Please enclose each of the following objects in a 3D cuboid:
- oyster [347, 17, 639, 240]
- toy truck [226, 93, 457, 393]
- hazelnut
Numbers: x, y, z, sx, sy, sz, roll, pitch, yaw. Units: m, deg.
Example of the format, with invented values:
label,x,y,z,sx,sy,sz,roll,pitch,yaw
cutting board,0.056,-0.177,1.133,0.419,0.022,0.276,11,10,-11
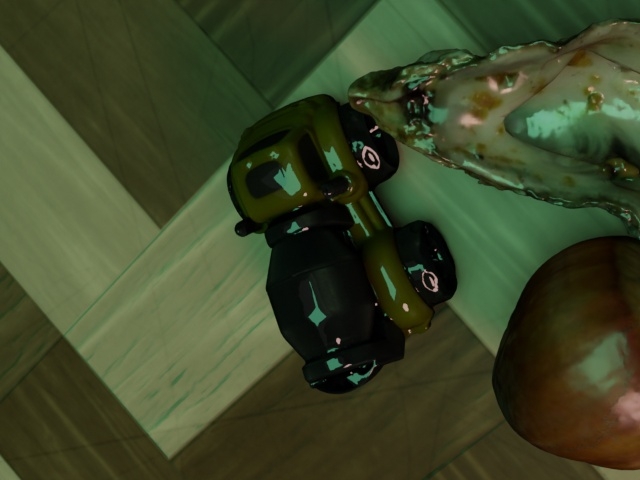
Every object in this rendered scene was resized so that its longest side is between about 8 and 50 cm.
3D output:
label,x,y,z,sx,sy,sz,roll,pitch,yaw
oyster,0.195,-0.081,0.698,0.341,0.110,0.166,4,108,17
toy truck,0.000,0.000,0.755,0.147,0.165,0.224,-22,93,24
hazelnut,0.214,0.089,0.688,0.182,0.182,0.182,5,103,20
